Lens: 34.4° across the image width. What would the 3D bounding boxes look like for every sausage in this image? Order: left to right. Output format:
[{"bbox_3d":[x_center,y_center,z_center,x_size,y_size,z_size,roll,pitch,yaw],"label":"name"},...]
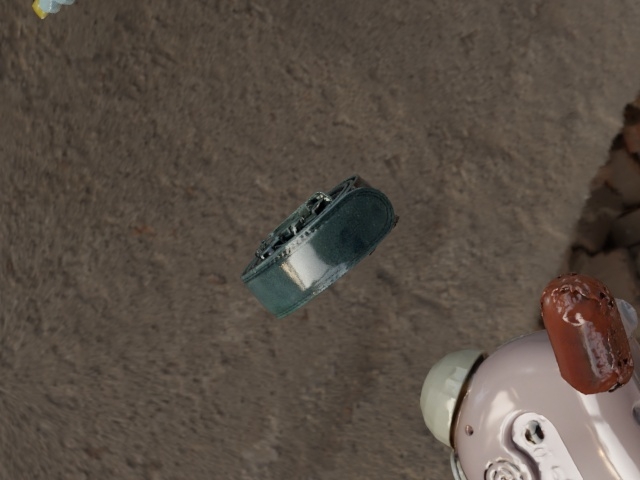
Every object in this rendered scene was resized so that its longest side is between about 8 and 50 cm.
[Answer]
[{"bbox_3d":[0.263,0.091,1.021,0.076,0.076,0.141,-38,120,-19],"label":"sausage"}]

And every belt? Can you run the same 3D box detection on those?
[{"bbox_3d":[0.000,0.000,1.476,0.116,0.267,0.206,48,36,-6],"label":"belt"}]

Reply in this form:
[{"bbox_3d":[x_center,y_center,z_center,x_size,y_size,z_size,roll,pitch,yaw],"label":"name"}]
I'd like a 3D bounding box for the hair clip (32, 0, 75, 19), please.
[{"bbox_3d":[-0.233,-0.291,1.015,0.062,0.214,0.056,56,28,8],"label":"hair clip"}]

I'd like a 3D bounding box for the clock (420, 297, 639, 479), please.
[{"bbox_3d":[0.327,0.276,1.420,0.184,0.326,0.342,-7,70,-57],"label":"clock"}]
